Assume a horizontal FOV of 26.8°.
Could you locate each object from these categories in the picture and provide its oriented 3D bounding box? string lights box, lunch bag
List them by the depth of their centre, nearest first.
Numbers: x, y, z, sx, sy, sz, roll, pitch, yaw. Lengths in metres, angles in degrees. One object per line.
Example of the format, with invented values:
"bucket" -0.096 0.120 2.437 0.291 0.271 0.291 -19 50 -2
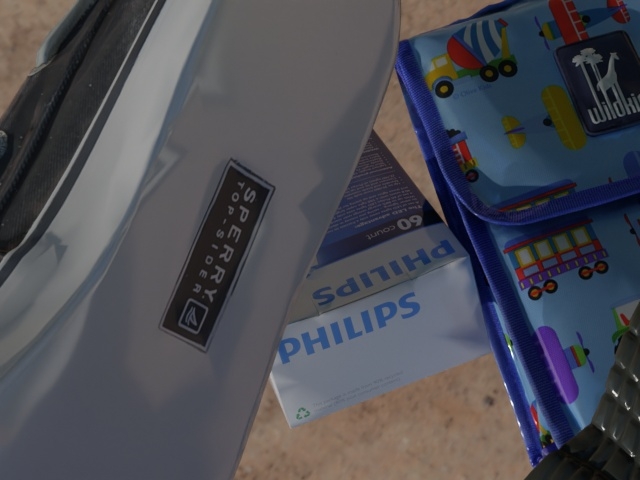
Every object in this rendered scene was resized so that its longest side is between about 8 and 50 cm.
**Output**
"lunch bag" 0.186 -0.037 0.807 0.221 0.138 0.293 -20 79 -2
"string lights box" 0.000 0.000 0.881 0.133 0.259 0.076 -20 121 -5

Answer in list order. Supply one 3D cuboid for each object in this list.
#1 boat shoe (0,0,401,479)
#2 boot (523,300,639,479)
"boat shoe" -0.082 0.021 0.418 0.102 0.301 0.108 11 162 45
"boot" 0.175 0.082 0.520 0.246 0.161 0.083 -52 44 14
